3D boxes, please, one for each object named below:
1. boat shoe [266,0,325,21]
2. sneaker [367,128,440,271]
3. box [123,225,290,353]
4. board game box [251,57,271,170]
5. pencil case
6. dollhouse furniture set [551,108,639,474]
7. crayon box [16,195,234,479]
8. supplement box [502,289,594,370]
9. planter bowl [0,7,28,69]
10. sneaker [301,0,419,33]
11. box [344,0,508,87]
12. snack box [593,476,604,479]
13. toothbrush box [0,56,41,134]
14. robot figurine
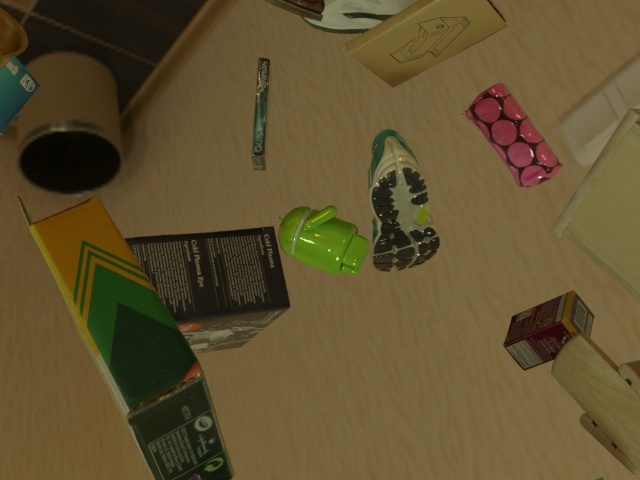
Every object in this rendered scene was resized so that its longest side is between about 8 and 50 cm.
[{"bbox_3d":[-0.113,-0.526,1.643,0.105,0.307,0.110,-62,166,14],"label":"boat shoe"},{"bbox_3d":[0.119,-0.051,1.280,0.107,0.110,0.275,-9,141,-2],"label":"sneaker"},{"bbox_3d":[-0.273,0.119,1.757,0.312,0.179,0.343,-6,163,-25],"label":"box"},{"bbox_3d":[-0.110,-0.236,1.616,0.026,0.186,0.126,3,172,-1],"label":"board game box"},{"bbox_3d":[0.365,-0.194,1.631,0.098,0.209,0.095,-36,176,10],"label":"pencil case"},{"bbox_3d":[0.390,0.030,0.829,0.303,0.198,0.286,-3,131,-39],"label":"dollhouse furniture set"},{"bbox_3d":[-0.206,0.098,0.894,0.081,0.318,0.202,-27,143,-18],"label":"crayon box"},{"bbox_3d":[0.247,0.098,0.924,0.083,0.055,0.043,-30,107,38],"label":"supplement box"},{"bbox_3d":[-0.411,-0.193,0.844,0.217,0.217,0.090,12,118,-32],"label":"planter bowl"},{"bbox_3d":[0.098,-0.555,1.719,0.169,0.447,0.258,-33,128,-27],"label":"sneaker"},{"bbox_3d":[0.157,-0.301,1.251,0.201,0.021,0.164,-25,160,24],"label":"box"},{"bbox_3d":[0.177,0.353,0.813,0.187,0.060,0.322,-19,139,-10],"label":"snack box"},{"bbox_3d":[-0.644,-0.309,1.387,0.216,0.126,0.296,0,139,35],"label":"toothbrush box"},{"bbox_3d":[0.000,0.000,1.036,0.115,0.067,0.101,22,157,11],"label":"robot figurine"}]
